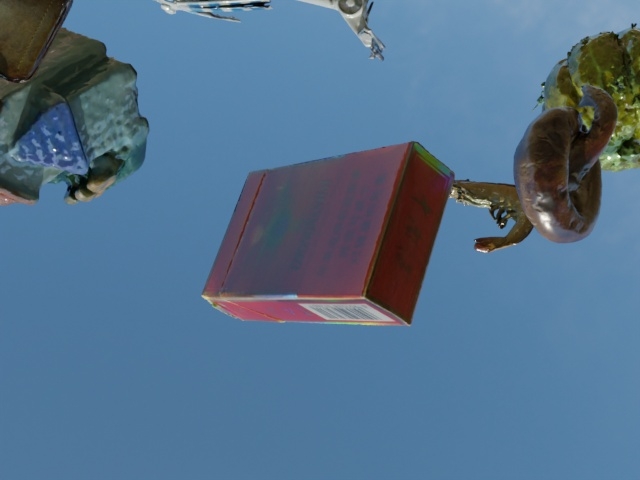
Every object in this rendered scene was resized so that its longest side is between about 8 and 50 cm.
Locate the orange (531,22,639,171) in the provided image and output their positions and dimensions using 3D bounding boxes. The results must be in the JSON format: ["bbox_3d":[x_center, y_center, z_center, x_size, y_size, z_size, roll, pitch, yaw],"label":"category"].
[{"bbox_3d":[0.574,-0.248,1.555,0.301,0.300,0.223,18,-130,-20],"label":"orange"}]

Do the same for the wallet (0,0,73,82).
[{"bbox_3d":[-0.435,-0.300,0.979,0.255,0.137,0.031,33,-172,-3],"label":"wallet"}]

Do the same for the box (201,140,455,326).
[{"bbox_3d":[0.001,0.000,0.566,0.048,0.175,0.112,33,-112,-35],"label":"box"}]

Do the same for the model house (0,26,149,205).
[{"bbox_3d":[-0.450,-0.124,1.095,0.295,0.251,0.329,20,-141,28],"label":"model house"}]

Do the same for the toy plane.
[{"bbox_3d":[-0.072,-0.247,0.745,0.273,0.107,0.182,20,-174,30],"label":"toy plane"}]

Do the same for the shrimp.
[{"bbox_3d":[0.240,-0.039,1.243,0.178,0.034,0.124,12,-115,23],"label":"shrimp"}]

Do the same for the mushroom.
[{"bbox_3d":[0.251,-0.083,0.845,0.080,0.135,0.170,16,-102,39],"label":"mushroom"}]
